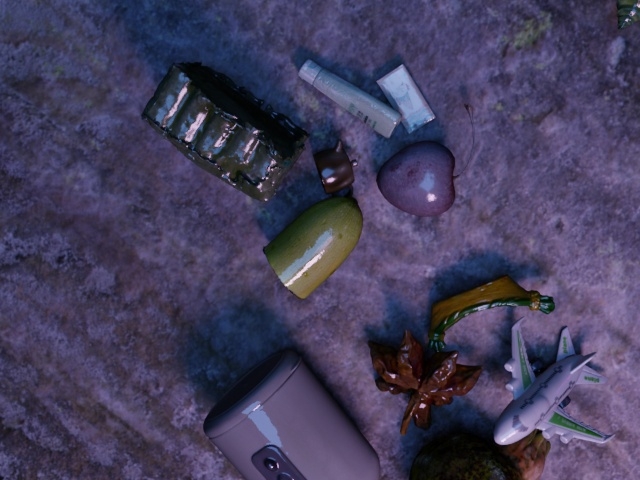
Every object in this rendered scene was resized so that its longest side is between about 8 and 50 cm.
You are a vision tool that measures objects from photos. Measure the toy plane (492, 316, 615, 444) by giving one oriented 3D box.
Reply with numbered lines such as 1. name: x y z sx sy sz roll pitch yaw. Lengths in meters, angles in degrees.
1. toy plane: 0.376 0.267 1.404 0.255 0.101 0.251 -35 83 -25

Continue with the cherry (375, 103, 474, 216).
1. cherry: 0.168 -0.134 1.391 0.148 0.115 0.188 0 92 44

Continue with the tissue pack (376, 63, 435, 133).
1. tissue pack: 0.147 -0.241 1.409 0.056 0.023 0.108 -32 95 11

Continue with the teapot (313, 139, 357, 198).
1. teapot: 0.032 -0.118 1.417 0.068 0.076 0.121 -18 124 -1

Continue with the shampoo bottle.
1. shampoo bottle: 0.050 -0.245 1.401 0.190 0.069 0.041 34 76 4

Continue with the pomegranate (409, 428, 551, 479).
1. pomegranate: 0.281 0.429 1.437 0.204 0.276 0.222 -37 85 45

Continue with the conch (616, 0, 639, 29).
1. conch: 0.536 -0.419 1.326 0.200 0.079 0.095 -42 112 1

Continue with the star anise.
1. star anise: 0.176 0.241 1.427 0.196 0.111 0.212 -26 106 21

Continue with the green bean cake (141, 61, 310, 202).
1. green bean cake: -0.148 -0.177 1.332 0.241 0.255 0.132 37 103 -6

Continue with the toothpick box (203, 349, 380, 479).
1. toothpick box: -0.033 0.371 1.418 0.229 0.229 0.316 -39 94 10

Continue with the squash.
1. squash: 0.000 0.000 1.419 0.186 0.123 0.123 -43 93 6

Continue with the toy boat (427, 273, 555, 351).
1. toy boat: 0.282 0.120 1.417 0.229 0.089 0.088 -23 84 18
